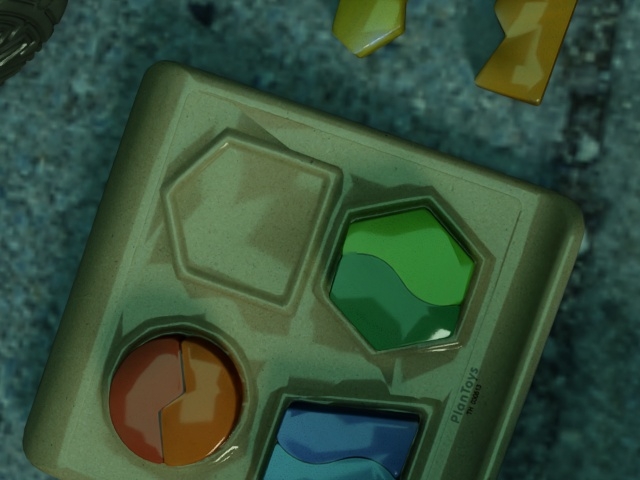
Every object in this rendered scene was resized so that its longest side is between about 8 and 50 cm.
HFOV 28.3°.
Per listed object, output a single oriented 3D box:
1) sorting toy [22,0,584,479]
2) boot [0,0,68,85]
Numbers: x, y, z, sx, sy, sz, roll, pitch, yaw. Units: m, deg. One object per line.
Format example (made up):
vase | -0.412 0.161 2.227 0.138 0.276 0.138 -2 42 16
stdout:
sorting toy | 0.000 0.000 0.598 0.229 0.041 0.307 20 93 10
boot | -0.251 -0.148 0.641 0.189 0.076 0.208 -34 77 7
